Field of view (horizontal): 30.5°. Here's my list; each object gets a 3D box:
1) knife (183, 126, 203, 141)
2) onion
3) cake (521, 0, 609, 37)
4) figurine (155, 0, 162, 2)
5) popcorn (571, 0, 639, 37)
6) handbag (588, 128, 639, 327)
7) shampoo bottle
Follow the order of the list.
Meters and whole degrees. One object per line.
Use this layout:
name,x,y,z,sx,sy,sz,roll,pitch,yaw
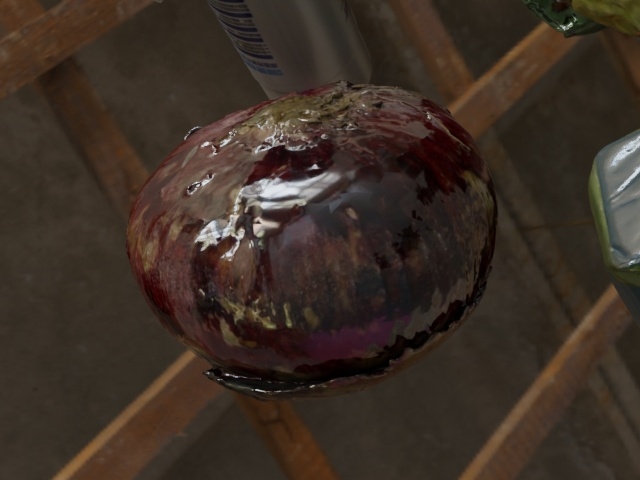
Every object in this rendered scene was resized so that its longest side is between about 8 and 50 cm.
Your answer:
knife,-0.024,-0.014,1.120,0.123,0.278,0.053,-53,-19,-3
onion,0.000,0.000,0.760,0.246,0.246,0.190,-43,-57,-35
cake,0.276,-0.292,0.974,0.283,0.172,0.158,-24,-114,-38
figurine,-0.125,-0.259,1.047,0.064,0.109,0.047,22,-142,-36
popcorn,0.266,-0.251,0.775,0.225,0.276,0.276,16,-109,-23
handbag,0.409,0.006,1.105,0.241,0.263,0.222,53,-159,-36
shampoo bottle,-0.029,-0.172,0.838,0.303,0.092,0.092,56,-134,-56
